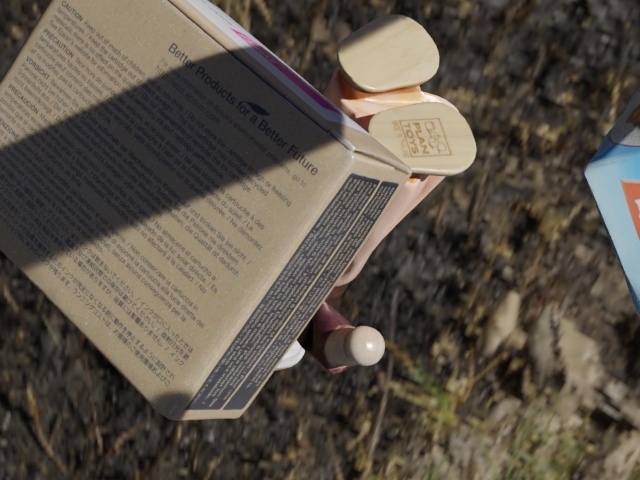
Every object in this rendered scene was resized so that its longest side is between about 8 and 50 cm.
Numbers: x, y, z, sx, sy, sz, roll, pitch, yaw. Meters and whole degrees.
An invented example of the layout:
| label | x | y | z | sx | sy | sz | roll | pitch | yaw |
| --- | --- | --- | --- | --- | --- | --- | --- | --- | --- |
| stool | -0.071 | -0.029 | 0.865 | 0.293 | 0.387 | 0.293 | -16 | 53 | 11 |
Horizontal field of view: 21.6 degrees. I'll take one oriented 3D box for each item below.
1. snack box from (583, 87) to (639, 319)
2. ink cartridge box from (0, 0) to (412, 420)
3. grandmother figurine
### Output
| label | x | y | z | sx | sy | sz | roll | pitch | yaw |
| --- | --- | --- | --- | --- | --- | --- | --- | --- | --- |
| snack box | 0.206 | -0.077 | 0.463 | 0.322 | 0.187 | 0.060 | -48 | 119 | -55 |
| ink cartridge box | -0.092 | -0.038 | 1.005 | 0.234 | 0.088 | 0.193 | 42 | 104 | 26 |
| grandmother figurine | 0.000 | 0.000 | 1.198 | 0.104 | 0.342 | 0.208 | 1 | 62 | -23 |
